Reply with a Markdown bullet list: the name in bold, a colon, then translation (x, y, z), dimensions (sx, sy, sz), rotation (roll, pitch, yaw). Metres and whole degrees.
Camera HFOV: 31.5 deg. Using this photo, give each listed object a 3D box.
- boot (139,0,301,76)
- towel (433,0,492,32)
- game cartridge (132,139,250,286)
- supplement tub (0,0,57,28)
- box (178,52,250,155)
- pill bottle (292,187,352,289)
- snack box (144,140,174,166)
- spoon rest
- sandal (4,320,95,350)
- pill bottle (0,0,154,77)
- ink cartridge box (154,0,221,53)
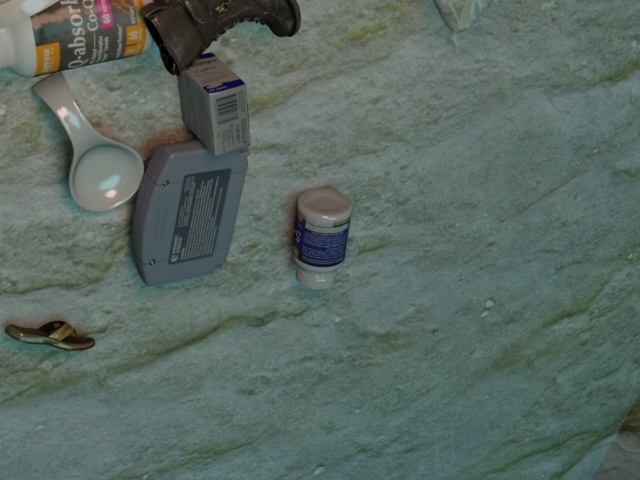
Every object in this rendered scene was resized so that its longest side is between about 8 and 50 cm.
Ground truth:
- **boot**: translation (-0.159, -0.343, 1.772), dimensions (0.229, 0.091, 0.263), rotation (-49, 146, -9)
- **towel**: translation (0.275, -0.599, 1.965), dimensions (0.374, 0.090, 0.320), rotation (-56, 137, -13)
- **game cartridge**: translation (-0.242, -0.054, 2.071), dimensions (0.198, 0.062, 0.297), rotation (-8, 130, -31)
- **supplement tub**: translation (-0.453, -0.447, 1.454), dimensions (0.228, 0.228, 0.316), rotation (-31, 120, -12)
- **box**: translation (-0.184, -0.236, 1.954), dimensions (0.072, 0.137, 0.126), rotation (-21, 132, -23)
- **pill bottle**: translation (0.000, 0.000, 2.281), dimensions (0.112, 0.112, 0.187), rotation (-12, 128, -27)
- **snack box**: translation (-0.254, -0.101, 2.090), dimensions (0.064, 0.022, 0.178), rotation (-36, 136, -6)
- **spoon rest**: translation (-0.390, -0.153, 1.913), dimensions (0.137, 0.084, 0.276), rotation (-34, 134, -9)
- **sandal**: translation (-0.495, 0.170, 2.106), dimensions (0.180, 0.072, 0.049), rotation (16, 91, -37)
- **pill bottle**: translation (-0.402, -0.334, 1.711), dimensions (0.278, 0.162, 0.162), rotation (-18, 131, -24)
- **ink cartridge box**: translation (-0.212, -0.387, 1.832), dimensions (0.063, 0.109, 0.150), rotation (-28, 138, -46)
